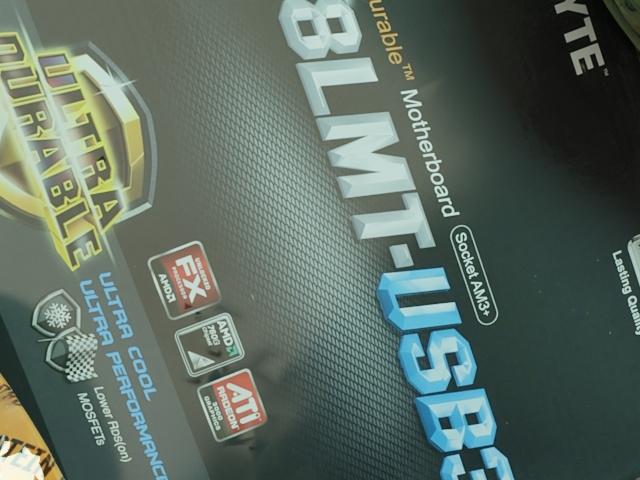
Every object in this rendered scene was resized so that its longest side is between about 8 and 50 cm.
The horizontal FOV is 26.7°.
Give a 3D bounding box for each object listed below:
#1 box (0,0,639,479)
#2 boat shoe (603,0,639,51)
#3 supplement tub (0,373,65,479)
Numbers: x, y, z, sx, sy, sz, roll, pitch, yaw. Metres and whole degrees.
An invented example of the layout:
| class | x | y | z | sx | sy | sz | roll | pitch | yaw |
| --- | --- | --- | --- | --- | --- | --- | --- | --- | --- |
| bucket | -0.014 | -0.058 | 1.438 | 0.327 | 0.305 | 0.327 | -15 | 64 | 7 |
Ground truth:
| class | x | y | z | sx | sy | sz | roll | pitch | yaw |
| --- | --- | --- | --- | --- | --- | --- | --- | --- | --- |
| box | 0.000 | 0.000 | 0.551 | 0.293 | 0.073 | 0.295 | -20 | 99 | -7 |
| boat shoe | 0.154 | -0.102 | 0.517 | 0.105 | 0.089 | 0.285 | -33 | 103 | -5 |
| supplement tub | -0.230 | 0.158 | 0.414 | 0.316 | 0.194 | 0.193 | -25 | 100 | -26 |
